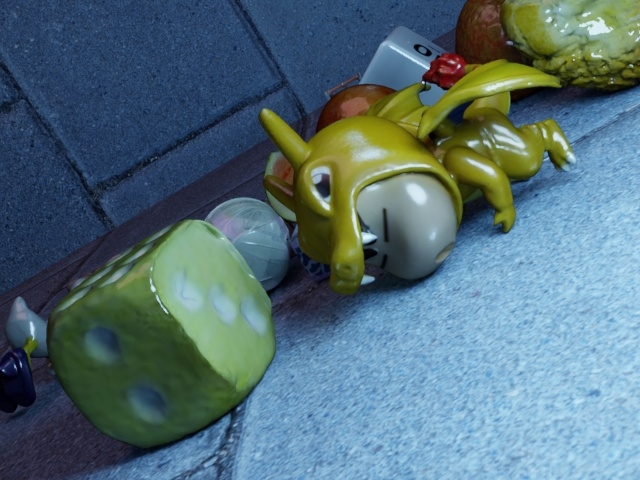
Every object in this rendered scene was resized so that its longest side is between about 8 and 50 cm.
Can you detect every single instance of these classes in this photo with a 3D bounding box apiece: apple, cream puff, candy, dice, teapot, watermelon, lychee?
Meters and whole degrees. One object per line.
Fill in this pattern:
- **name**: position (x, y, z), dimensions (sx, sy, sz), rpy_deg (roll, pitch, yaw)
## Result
- **apple**: position (0.099, -0.211, 1.818), dimensions (0.218, 0.218, 0.201), rpy_deg (-38, 40, -25)
- **cream puff**: position (0.486, -0.370, 1.497), dimensions (0.342, 0.231, 0.327), rpy_deg (-27, 18, -10)
- **candy**: position (0.000, 0.000, 1.536), dimensions (0.073, 0.092, 0.160), rpy_deg (-30, 12, 13)
- **dice**: position (-0.218, 0.127, 1.248), dimensions (0.226, 0.233, 0.238), rpy_deg (-26, 14, 26)
- **teapot**: position (-0.153, 0.032, 1.610), dimensions (0.221, 0.163, 0.178), rpy_deg (-32, 21, -5)
- **watermelon**: position (0.026, -0.095, 1.759), dimensions (0.303, 0.128, 0.159), rpy_deg (0, 76, 43)
- **lychee**: position (0.396, -0.417, 1.827), dimensions (0.255, 0.300, 0.255), rpy_deg (3, 40, -3)

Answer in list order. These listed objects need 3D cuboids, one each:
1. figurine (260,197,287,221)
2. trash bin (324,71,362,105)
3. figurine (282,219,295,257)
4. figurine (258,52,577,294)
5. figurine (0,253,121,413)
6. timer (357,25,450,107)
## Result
- **figurine**: position (-0.155, -0.023, 1.945), dimensions (0.137, 0.110, 0.245), rpy_deg (-24, 10, 37)
- **trash bin**: position (0.123, -0.350, 2.363), dimensions (0.161, 0.185, 0.239), rpy_deg (-25, 9, 23)
- **figurine**: position (-0.113, 0.015, 1.781), dimensions (0.154, 0.082, 0.098), rpy_deg (-26, 1, 24)
- **figurine**: position (0.129, -0.110, 1.281), dimensions (0.387, 0.268, 0.401), rpy_deg (-20, 22, -13)
- **figurine**: position (-0.560, 0.183, 1.898), dimensions (0.154, 0.193, 0.421), rpy_deg (-26, 9, 35)
- **timer**: position (0.193, -0.335, 1.980), dimensions (0.194, 0.192, 0.195), rpy_deg (-60, -1, 27)
